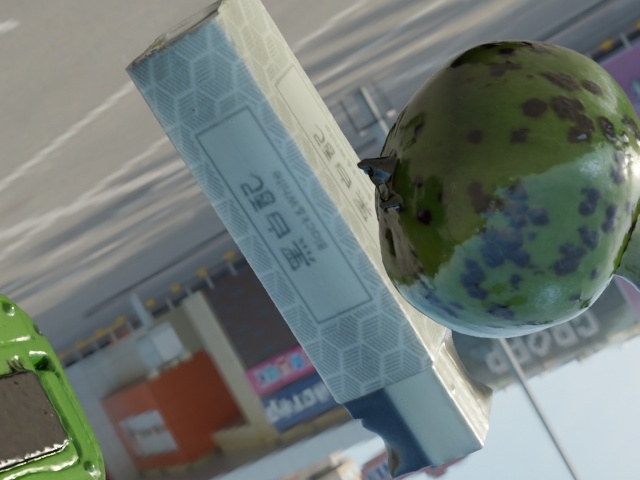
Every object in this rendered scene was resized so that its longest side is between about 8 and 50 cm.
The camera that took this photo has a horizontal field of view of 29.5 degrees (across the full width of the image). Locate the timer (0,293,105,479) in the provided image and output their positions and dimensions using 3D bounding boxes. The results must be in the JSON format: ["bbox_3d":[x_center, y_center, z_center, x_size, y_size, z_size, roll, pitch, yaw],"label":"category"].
[{"bbox_3d":[-0.154,0.080,0.510,0.047,0.128,0.140,-35,166,26],"label":"timer"}]

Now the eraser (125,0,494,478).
[{"bbox_3d":[0.000,0.000,0.972,0.098,0.404,0.096,-25,-165,26],"label":"eraser"}]

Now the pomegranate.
[{"bbox_3d":[0.093,-0.012,0.489,0.122,0.161,0.122,-157,-90,-81],"label":"pomegranate"}]
